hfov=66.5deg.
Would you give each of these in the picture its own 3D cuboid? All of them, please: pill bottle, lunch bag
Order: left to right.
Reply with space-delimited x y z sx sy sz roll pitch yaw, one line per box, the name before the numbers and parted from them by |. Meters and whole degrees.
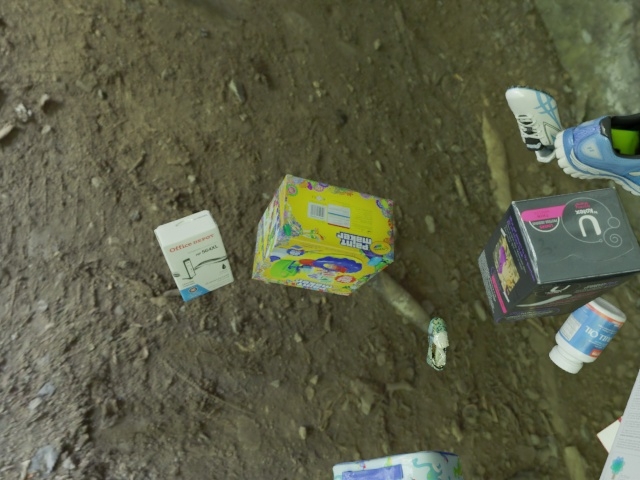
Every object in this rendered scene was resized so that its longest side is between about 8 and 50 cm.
lunch bag | 0.141 0.448 0.904 0.176 0.219 0.090 33 43 -43
pill bottle | 0.783 0.281 1.447 0.124 0.221 0.124 20 22 -8

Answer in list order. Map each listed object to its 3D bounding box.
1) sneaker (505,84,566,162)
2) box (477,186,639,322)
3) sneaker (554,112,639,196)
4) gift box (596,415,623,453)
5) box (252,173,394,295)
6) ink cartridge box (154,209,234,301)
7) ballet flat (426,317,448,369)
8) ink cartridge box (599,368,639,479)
sneaker | 0.461 -0.247 1.041 0.237 0.085 0.086 30 80 -41
box | 0.393 0.038 0.846 0.270 0.165 0.143 79 3 -68
sneaker | 0.628 -0.166 0.932 0.330 0.147 0.130 5 77 -15
gift box | 0.888 0.527 1.176 0.258 0.255 0.276 11 32 -25
box | 0.000 0.000 1.283 0.290 0.279 0.177 12 62 -17
ink cartridge box | -0.329 0.041 1.287 0.148 0.203 0.086 -23 44 -16
ballet flat | 0.367 0.324 1.500 0.070 0.070 0.188 -50 142 -47
ink cartridge box | 0.482 0.242 0.642 0.065 0.186 0.311 28 73 5
